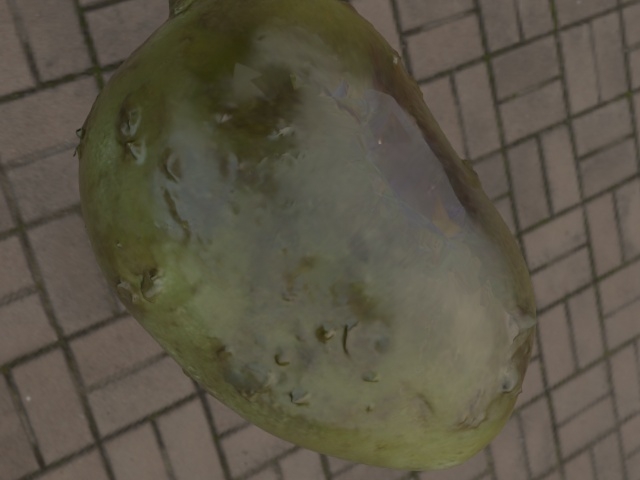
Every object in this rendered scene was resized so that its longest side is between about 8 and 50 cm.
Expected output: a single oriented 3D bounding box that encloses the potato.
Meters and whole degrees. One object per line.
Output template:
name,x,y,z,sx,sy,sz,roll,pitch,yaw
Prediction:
potato,0.000,0.000,0.539,0.307,0.173,0.210,48,48,-11
